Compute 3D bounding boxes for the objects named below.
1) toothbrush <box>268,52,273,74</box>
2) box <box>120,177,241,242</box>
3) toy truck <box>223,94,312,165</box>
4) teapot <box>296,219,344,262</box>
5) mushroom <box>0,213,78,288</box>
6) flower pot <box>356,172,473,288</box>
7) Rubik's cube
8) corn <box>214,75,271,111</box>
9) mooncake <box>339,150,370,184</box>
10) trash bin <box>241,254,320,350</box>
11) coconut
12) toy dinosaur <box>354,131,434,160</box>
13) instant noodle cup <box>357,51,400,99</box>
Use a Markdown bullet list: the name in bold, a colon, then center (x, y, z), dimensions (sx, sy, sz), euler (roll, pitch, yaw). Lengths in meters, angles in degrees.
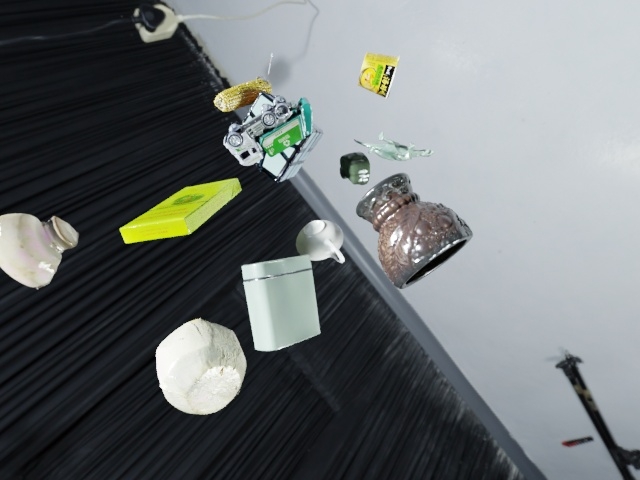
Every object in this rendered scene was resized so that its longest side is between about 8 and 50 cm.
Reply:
- **toothbrush**: center (-0.224, -0.791, 1.806), dimensions (0.006, 0.008, 0.097), euler (12, 92, 23)
- **box**: center (-0.364, -0.091, 1.102), dimensions (0.186, 0.335, 0.047), euler (-8, 114, 15)
- **toy truck**: center (-0.136, -0.307, 1.105), dimensions (0.253, 0.114, 0.124), euler (-30, 121, 9)
- **teapot**: center (0.000, 0.000, 1.188), dimensions (0.226, 0.145, 0.092), euler (41, 162, 51)
- **mushroom**: center (-0.856, 0.031, 1.166), dimensions (0.236, 0.162, 0.173), euler (-26, 147, 10)
- **flower pot**: center (0.252, -0.038, 1.167), dimensions (0.267, 0.266, 0.267), euler (54, 141, 19)
- **Rubik's cube**: center (-0.190, -0.460, 1.817), dimensions (0.288, 0.283, 0.293), euler (39, 110, -2)
- **corn**: center (-0.329, -0.635, 1.752), dimensions (0.106, 0.293, 0.106), euler (27, 135, 30)
- **mooncake**: center (0.155, -0.326, 1.864), dimensions (0.175, 0.104, 0.169), euler (-27, 80, 69)
- **trash bin**: center (-0.059, 0.094, 0.633), dimensions (0.059, 0.116, 0.130), euler (-10, 88, 45)
- **coconut**: center (-0.322, 0.325, 1.076), dimensions (0.230, 0.227, 0.227), euler (38, 143, 47)
- **toy dinosaur**: center (0.278, -0.395, 1.727), dimensions (0.392, 0.205, 0.092), euler (14, 95, 49)
- **instant noodle cup**: center (0.203, -0.589, 1.425), dimensions (0.122, 0.151, 0.151), euler (15, 133, 2)
